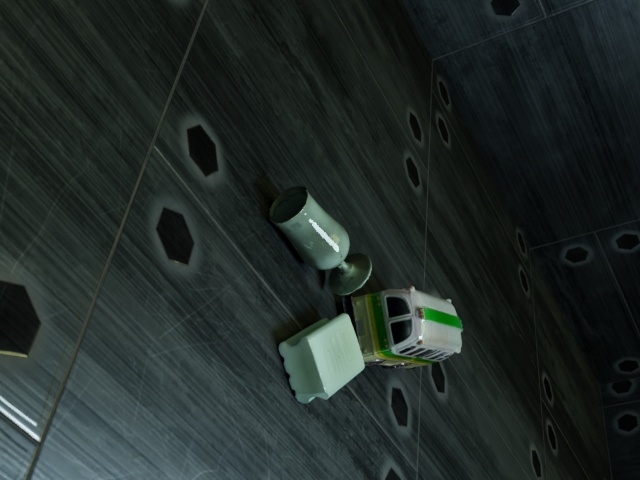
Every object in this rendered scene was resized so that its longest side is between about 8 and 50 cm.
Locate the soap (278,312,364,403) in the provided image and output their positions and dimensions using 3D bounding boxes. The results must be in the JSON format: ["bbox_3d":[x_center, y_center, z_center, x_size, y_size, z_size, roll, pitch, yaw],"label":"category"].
[{"bbox_3d":[0.006,0.213,1.633,0.198,0.067,0.119,-21,92,-66],"label":"soap"}]

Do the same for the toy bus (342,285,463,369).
[{"bbox_3d":[0.187,0.186,1.901,0.305,0.179,0.143,22,55,-60],"label":"toy bus"}]

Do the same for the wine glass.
[{"bbox_3d":[0.000,0.000,1.713,0.231,0.103,0.103,49,33,-38],"label":"wine glass"}]
